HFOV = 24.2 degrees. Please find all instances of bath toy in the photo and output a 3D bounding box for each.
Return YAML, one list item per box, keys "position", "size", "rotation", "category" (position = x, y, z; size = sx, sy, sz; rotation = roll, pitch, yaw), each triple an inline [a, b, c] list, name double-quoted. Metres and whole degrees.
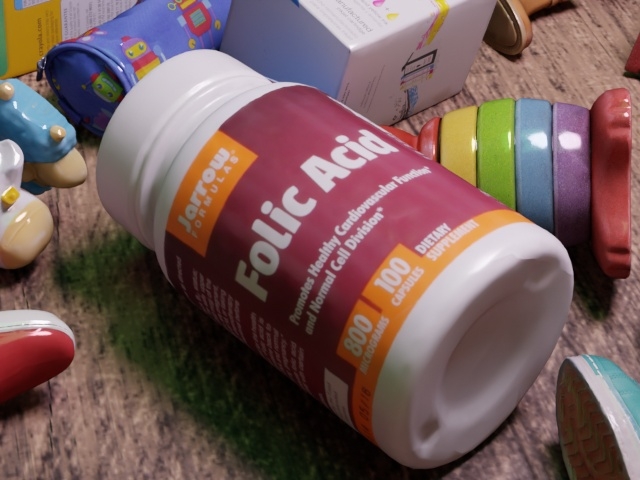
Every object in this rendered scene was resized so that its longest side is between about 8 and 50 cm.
- position: [-0.353, 0.006, 1.322]
  size: [0.151, 0.129, 0.348]
  rotation: [47, 49, -7]
  category: "bath toy"

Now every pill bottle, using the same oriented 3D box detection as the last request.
- position: [0.000, 0.000, 1.283]
  size: [0.224, 0.224, 0.392]
  rotation: [-30, 50, -35]
  category: "pill bottle"

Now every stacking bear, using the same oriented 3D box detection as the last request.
- position: [0.148, -0.059, 1.434]
  size: [0.289, 0.175, 0.164]
  rotation: [0, 12, 9]
  category: "stacking bear"

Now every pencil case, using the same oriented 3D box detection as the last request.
- position: [-0.174, -0.222, 1.627]
  size: [0.119, 0.133, 0.306]
  rotation: [53, 45, -11]
  category: "pencil case"

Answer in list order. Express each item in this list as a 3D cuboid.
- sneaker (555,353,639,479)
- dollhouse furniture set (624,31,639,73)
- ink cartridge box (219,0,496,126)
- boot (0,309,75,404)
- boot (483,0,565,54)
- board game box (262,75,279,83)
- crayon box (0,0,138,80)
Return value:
- position: [0.289, 0.207, 1.161]
  size: [0.121, 0.108, 0.302]
  rotation: [-11, 49, -20]
  category: "sneaker"
- position: [0.340, -0.335, 1.769]
  size: [0.374, 0.152, 0.201]
  rotation: [23, 42, 14]
  category: "dollhouse furniture set"
- position: [0.042, -0.232, 1.595]
  size: [0.233, 0.168, 0.171]
  rotation: [-28, 63, -35]
  category: "ink cartridge box"
- position: [-0.290, 0.157, 1.173]
  size: [0.244, 0.088, 0.176]
  rotation: [-21, 45, -17]
  category: "boot"
- position: [0.258, -0.296, 1.804]
  size: [0.152, 0.073, 0.197]
  rotation: [-4, 44, -20]
  category: "boot"
- position: [-0.058, -0.112, 1.488]
  size: [0.133, 0.168, 0.033]
  rotation: [23, 71, 1]
  category: "board game box"
- position: [-0.335, -0.286, 1.617]
  size: [0.323, 0.203, 0.083]
  rotation: [-24, 47, -31]
  category: "crayon box"
